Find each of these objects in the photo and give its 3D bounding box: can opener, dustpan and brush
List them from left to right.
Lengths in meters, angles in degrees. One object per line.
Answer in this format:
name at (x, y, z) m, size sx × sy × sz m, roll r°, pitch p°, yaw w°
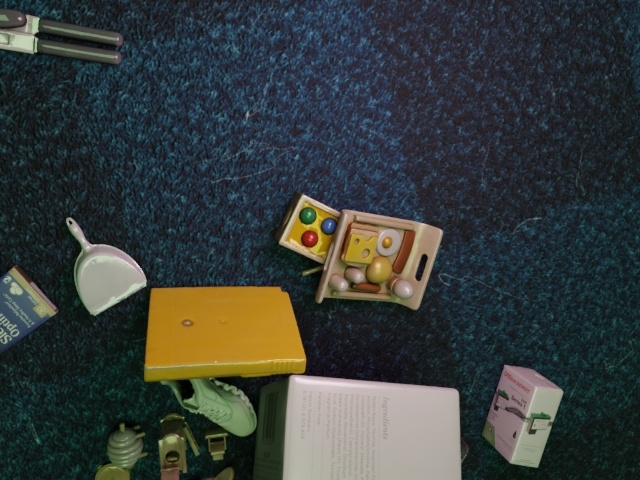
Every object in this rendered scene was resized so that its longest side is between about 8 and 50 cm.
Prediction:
can opener at (-0.552, -0.414, 1.200) m, size 0.284 × 0.095 × 0.075 m, roll 6°, pitch 100°, yaw -14°
dustpan and brush at (-0.506, 0.043, 1.325) m, size 0.147 × 0.060 × 0.211 m, roll -31°, pitch 113°, yaw -8°

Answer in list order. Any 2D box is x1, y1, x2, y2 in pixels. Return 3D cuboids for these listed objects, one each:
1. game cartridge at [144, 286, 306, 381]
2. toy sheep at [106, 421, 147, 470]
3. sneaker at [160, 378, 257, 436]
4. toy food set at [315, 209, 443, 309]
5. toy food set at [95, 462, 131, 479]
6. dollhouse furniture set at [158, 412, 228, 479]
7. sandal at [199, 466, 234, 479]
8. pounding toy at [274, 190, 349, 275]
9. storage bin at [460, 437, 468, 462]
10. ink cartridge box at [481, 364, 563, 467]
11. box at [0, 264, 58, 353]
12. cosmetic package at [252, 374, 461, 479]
game cartridge at (-0.214, 0.196, 1.301) m, size 0.324 × 0.285 × 0.052 m, roll 1°, pitch 118°, yaw -13°
toy sheep at (-0.460, 0.484, 1.398) m, size 0.091 × 0.091 × 0.132 m, roll -6°, pitch 107°, yaw -12°
sneaker at (-0.269, 0.374, 1.396) m, size 0.110 × 0.118 × 0.292 m, roll -38°, pitch 106°, yaw 17°
toy food set at (0.144, 0.056, 1.414) m, size 0.306 × 0.092 × 0.219 m, roll 8°, pitch 104°, yaw -35°
toy food set at (-0.503, 0.575, 1.437) m, size 0.083 × 0.020 × 0.082 m, roll -2°, pitch 101°, yaw -13°
dollhouse furniture set at (-0.293, 0.484, 1.386) m, size 0.161 × 0.182 × 0.101 m, roll -4°, pitch 101°, yaw -12°
sandal at (-0.319, 0.642, 1.459) m, size 0.079 × 0.088 × 0.240 m, roll 40°, pitch 94°, yaw -23°
pounding toy at (0.001, 0.011, 1.414) m, size 0.206 × 0.094 × 0.181 m, roll 25°, pitch 94°, yaw -16°
storage bin at (0.286, 0.529, 1.534) m, size 0.084 × 0.180 × 0.122 m, roll 31°, pitch 92°, yaw -16°
ink cartridge box at (0.540, 0.466, 1.595) m, size 0.093 × 0.160 × 0.219 m, roll 14°, pitch 96°, yaw -16°
box at (-0.718, 0.175, 1.304) m, size 0.225 × 0.036 × 0.136 m, roll -37°, pitch 106°, yaw -3°
cosmetic package at (0.070, 0.497, 1.347) m, size 0.394 × 0.329 × 0.327 m, roll 8°, pitch 69°, yaw -14°
